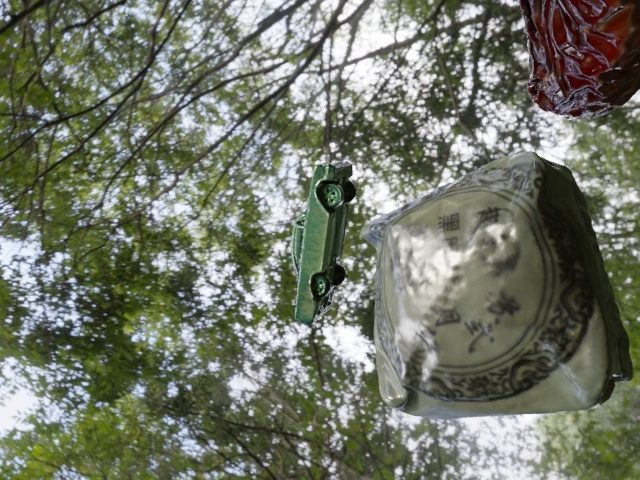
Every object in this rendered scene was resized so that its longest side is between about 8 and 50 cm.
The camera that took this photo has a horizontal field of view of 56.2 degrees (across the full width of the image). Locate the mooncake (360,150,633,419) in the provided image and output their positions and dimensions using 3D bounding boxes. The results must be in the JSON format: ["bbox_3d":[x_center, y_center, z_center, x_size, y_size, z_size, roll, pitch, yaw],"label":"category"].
[{"bbox_3d":[0.158,0.054,0.618,0.136,0.250,0.254,15,-118,-48],"label":"mooncake"}]

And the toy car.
[{"bbox_3d":[0.000,0.000,1.198,0.141,0.097,0.321,-26,-55,-68],"label":"toy car"}]

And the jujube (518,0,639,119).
[{"bbox_3d":[0.298,-0.277,0.615,0.216,0.216,0.342,-57,-23,-28],"label":"jujube"}]
